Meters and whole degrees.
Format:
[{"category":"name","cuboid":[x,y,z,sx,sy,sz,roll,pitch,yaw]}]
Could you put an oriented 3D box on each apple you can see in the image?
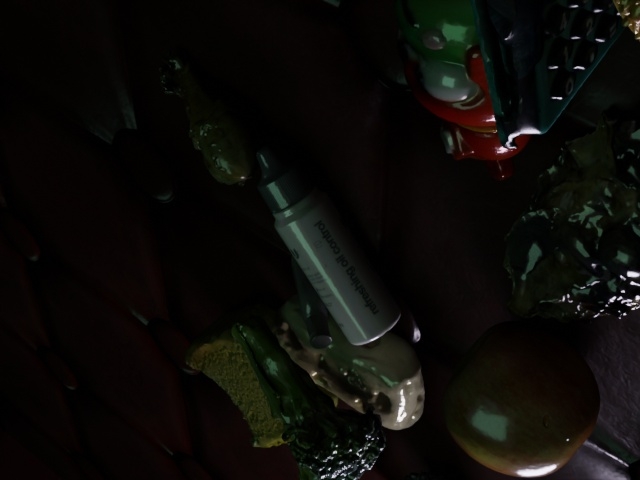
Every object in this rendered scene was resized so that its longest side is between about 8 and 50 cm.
[{"category":"apple","cuboid":[0.249,0.199,1.328,0.174,0.188,0.188,39,147,6]}]

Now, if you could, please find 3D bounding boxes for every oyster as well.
[{"category":"oyster","cuboid":[0.287,-0.004,1.160,0.221,0.096,0.361,58,145,-2]}]

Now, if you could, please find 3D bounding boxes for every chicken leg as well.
[{"category":"chicken leg","cuboid":[-0.161,-0.171,1.527,0.228,0.088,0.103,52,-178,19]}]

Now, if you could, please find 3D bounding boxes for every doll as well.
[{"category":"doll","cuboid":[0.154,-0.204,1.032,0.183,0.160,0.363,-119,11,-49]}]

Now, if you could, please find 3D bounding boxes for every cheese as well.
[{"category":"cheese","cuboid":[0.043,0.182,1.649,0.263,0.093,0.159,30,143,28]}]

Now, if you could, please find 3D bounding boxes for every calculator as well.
[{"category":"calculator","cuboid":[0.195,-0.240,0.871,0.058,0.248,0.274,11,133,34]}]

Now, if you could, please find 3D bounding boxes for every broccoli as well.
[{"category":"broccoli","cuboid":[-0.031,0.232,1.609,0.304,0.145,0.165,50,164,17]}]

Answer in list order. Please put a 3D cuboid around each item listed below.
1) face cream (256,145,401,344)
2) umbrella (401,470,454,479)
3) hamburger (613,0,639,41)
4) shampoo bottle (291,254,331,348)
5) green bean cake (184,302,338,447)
[{"category":"face cream","cuboid":[0.000,0.000,1.508,0.092,0.092,0.311,-14,113,55]},{"category":"umbrella","cuboid":[0.229,0.524,1.762,0.154,0.128,0.337,3,129,46]},{"category":"hamburger","cuboid":[0.344,-0.233,0.765,0.302,0.170,0.302,31,145,25]},{"category":"shampoo bottle","cuboid":[-0.013,0.088,1.575,0.165,0.040,0.080,-105,3,-46]},{"category":"green bean cake","cuboid":[-0.098,0.230,1.838,0.236,0.124,0.233,52,147,-6]}]
